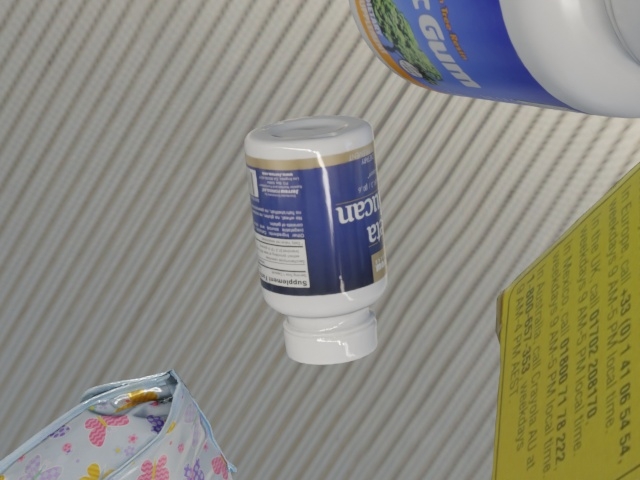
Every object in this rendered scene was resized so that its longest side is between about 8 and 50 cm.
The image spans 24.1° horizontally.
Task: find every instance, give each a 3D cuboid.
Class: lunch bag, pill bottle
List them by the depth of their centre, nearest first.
[{"bbox_3d":[-0.076,0.096,0.577,0.083,0.053,0.071,-38,135,-15],"label":"lunch bag"},{"bbox_3d":[0.135,-0.144,0.792,0.152,0.272,0.152,-4,100,-24],"label":"pill bottle"},{"bbox_3d":[0.000,0.000,1.093,0.094,0.094,0.169,-4,106,7],"label":"pill bottle"}]

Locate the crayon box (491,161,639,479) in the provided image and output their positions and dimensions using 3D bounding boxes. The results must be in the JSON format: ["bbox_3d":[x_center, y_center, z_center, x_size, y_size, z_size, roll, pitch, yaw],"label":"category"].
[{"bbox_3d":[0.136,0.024,0.237,0.081,0.202,0.318,20,143,-15],"label":"crayon box"}]
